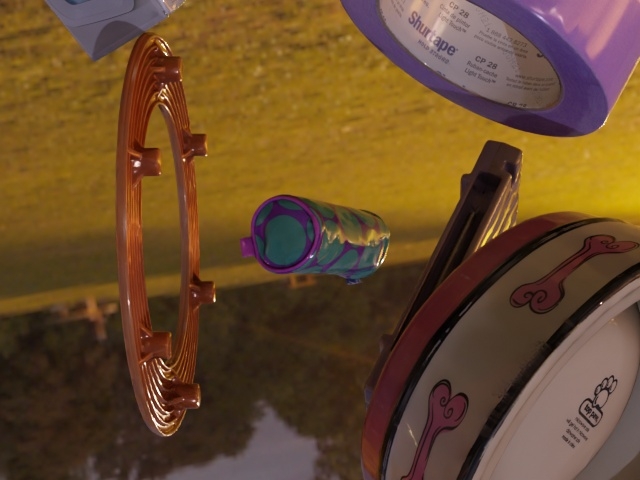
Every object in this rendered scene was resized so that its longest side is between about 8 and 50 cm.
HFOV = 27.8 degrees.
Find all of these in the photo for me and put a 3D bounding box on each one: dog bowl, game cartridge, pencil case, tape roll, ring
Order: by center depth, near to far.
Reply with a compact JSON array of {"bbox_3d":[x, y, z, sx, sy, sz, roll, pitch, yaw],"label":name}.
[{"bbox_3d":[0.000,0.000,1.053,0.070,0.065,0.151,-12,171,23],"label":"pencil case"},{"bbox_3d":[-0.123,-0.005,1.086,0.032,0.337,0.336,-1,178,3],"label":"ring"},{"bbox_3d":[0.152,-0.205,1.157,0.274,0.090,0.275,30,169,6],"label":"tape roll"},{"bbox_3d":[0.208,0.153,1.168,0.408,0.408,0.150,-9,-146,-41],"label":"dog bowl"},{"bbox_3d":[0.140,0.087,1.463,0.068,0.355,0.230,21,148,14],"label":"game cartridge"}]

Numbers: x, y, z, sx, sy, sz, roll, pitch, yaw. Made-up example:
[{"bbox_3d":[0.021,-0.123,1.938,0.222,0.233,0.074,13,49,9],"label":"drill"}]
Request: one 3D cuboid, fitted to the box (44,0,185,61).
[{"bbox_3d":[-0.158,-0.327,1.094,0.126,0.231,0.262,-20,-154,47],"label":"box"}]
